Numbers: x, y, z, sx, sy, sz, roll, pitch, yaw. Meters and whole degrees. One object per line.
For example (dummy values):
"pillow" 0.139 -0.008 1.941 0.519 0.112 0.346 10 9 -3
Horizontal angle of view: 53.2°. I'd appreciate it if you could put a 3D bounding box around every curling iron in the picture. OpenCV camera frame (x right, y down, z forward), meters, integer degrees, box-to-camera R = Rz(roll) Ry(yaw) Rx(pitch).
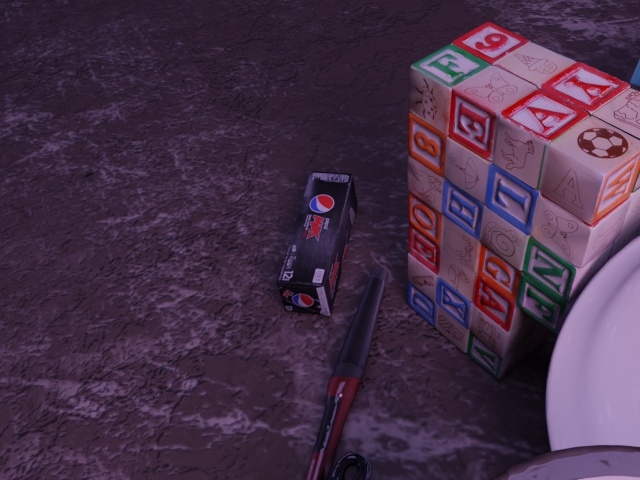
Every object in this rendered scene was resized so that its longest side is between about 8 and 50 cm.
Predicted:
"curling iron" 0.037 0.141 0.614 0.068 0.035 0.274 6 51 9

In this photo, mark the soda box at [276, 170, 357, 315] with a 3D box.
"soda box" 0.000 0.000 0.726 0.053 0.060 0.169 4 51 15

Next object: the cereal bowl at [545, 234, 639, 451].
"cereal bowl" 0.337 0.120 0.414 0.339 0.339 0.141 34 27 32

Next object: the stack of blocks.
"stack of blocks" 0.164 -0.006 0.545 0.087 0.297 0.171 -33 53 -21

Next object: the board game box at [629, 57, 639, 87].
"board game box" 0.561 -0.169 0.705 0.336 0.079 0.254 33 37 31

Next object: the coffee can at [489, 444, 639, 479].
"coffee can" 0.146 0.259 0.332 0.202 0.275 0.201 -5 48 5
